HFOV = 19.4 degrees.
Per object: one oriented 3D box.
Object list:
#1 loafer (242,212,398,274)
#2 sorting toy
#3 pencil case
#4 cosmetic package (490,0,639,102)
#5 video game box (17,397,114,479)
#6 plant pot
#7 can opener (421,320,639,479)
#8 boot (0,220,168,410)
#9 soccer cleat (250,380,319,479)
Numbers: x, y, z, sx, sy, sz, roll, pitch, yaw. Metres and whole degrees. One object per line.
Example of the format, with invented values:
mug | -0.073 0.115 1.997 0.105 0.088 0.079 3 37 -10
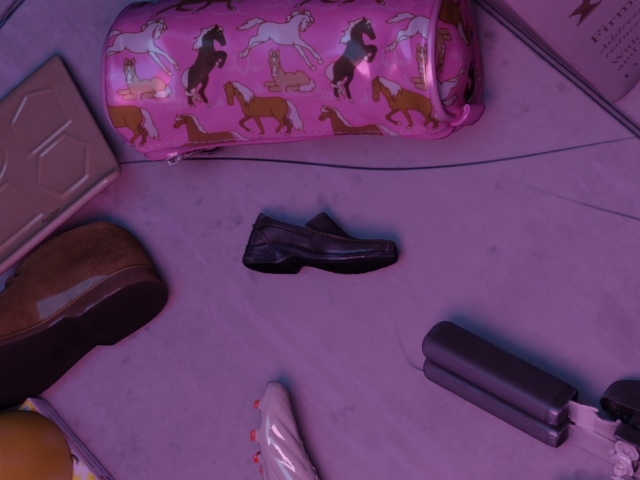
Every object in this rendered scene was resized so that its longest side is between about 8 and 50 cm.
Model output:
loafer | 0.000 0.000 1.922 0.170 0.062 0.061 1 76 22
sorting toy | -0.322 -0.080 2.072 0.193 0.038 0.208 -38 54 12
pencil case | -0.026 -0.176 1.914 0.386 0.167 0.160 -4 40 22
cosmetic package | 0.221 -0.383 1.719 0.329 0.394 0.327 -48 67 9
video game box | -0.313 0.305 2.000 0.187 0.048 0.205 44 98 22
plant pot | -0.339 0.237 1.947 0.134 0.095 0.134 -5 76 22
can opener | 0.228 0.153 1.801 0.280 0.074 0.093 23 55 23
boot | -0.317 0.089 2.008 0.305 0.112 0.115 -29 56 -1
soccer cleat | -0.028 0.238 1.889 0.076 0.068 0.196 -4 79 7
